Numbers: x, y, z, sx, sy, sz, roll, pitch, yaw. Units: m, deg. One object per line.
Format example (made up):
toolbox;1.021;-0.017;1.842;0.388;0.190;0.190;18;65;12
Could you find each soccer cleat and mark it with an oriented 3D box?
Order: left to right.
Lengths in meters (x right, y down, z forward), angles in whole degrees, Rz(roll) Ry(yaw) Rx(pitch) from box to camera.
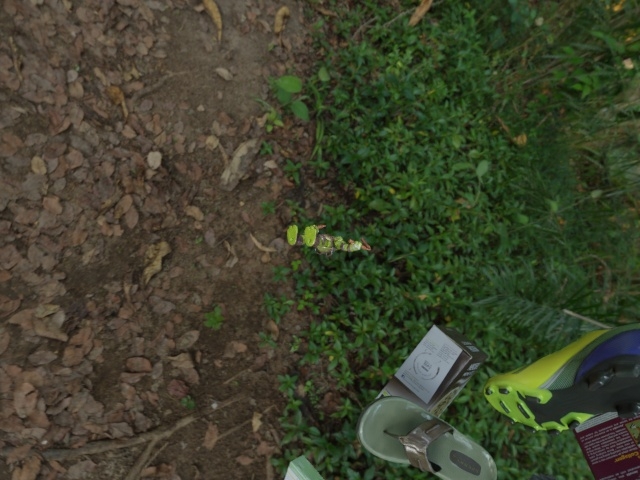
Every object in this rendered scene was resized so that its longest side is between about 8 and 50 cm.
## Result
soccer cleat;0.349;0.189;0.563;0.093;0.289;0.121;47;55;7

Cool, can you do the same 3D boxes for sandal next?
sandal;0.215;0.391;0.782;0.303;0.086;0.120;24;70;-3

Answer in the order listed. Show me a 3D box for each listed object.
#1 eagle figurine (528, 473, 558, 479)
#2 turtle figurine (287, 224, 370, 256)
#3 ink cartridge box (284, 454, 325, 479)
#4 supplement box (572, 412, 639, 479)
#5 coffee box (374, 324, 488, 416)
eagle figurine;0.639;0.599;0.866;0.226;0.225;0.298;-26;66;-36
turtle figurine;0.000;0.000;1.247;0.217;0.269;0.087;10;100;-50
ink cartridge box;-0.039;0.742;1.117;0.056;0.171;0.235;-5;118;-46
supplement box;0.435;0.317;0.548;0.081;0.104;0.188;48;24;-10
coffee box;0.272;0.367;1.037;0.119;0.297;0.168;42;13;36
